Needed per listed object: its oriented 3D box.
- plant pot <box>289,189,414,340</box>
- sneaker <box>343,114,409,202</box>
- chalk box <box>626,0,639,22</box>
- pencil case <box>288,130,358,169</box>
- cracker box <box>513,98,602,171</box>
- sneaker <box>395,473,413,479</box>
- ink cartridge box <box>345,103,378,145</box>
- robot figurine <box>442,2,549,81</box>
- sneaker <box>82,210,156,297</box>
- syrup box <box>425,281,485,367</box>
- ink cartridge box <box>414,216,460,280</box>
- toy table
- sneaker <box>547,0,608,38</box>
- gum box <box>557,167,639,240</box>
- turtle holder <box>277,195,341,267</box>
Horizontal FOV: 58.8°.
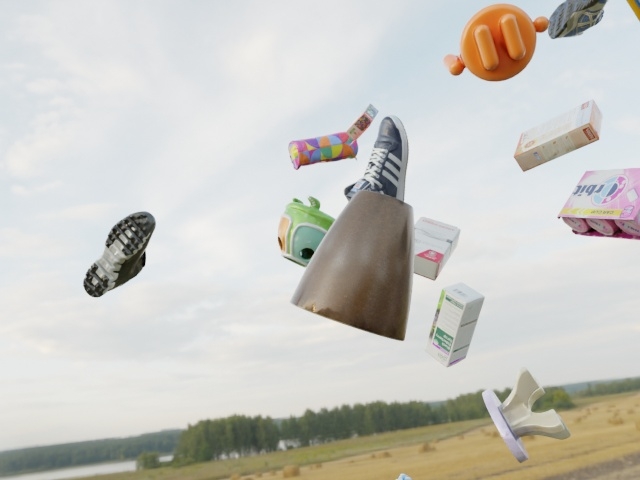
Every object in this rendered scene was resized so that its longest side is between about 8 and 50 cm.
[{"bbox_3d":[0.082,0.035,1.021,0.215,0.231,0.215,18,-4,1],"label":"plant pot"},{"bbox_3d":[0.145,-0.189,1.510,0.153,0.283,0.099,-7,13,-29],"label":"sneaker"},{"bbox_3d":[0.675,-0.515,1.056,0.179,0.180,0.289,-31,15,42],"label":"chalk box"},{"bbox_3d":[0.012,-0.295,1.858,0.236,0.105,0.104,-12,-16,-24],"label":"pencil case"},{"bbox_3d":[0.699,-0.306,1.673,0.232,0.156,0.067,-25,-69,42],"label":"cracker box"},{"bbox_3d":[0.253,0.723,1.645,0.073,0.064,0.162,10,-8,18],"label":"sneaker"},{"bbox_3d":[0.089,-0.257,1.259,0.029,0.115,0.063,42,-56,-8],"label":"ink cartridge box"},{"bbox_3d":[0.306,-0.345,1.002,0.158,0.128,0.219,-59,-3,21],"label":"robot figurine"},{"bbox_3d":[-0.413,0.023,1.222,0.234,0.078,0.106,-49,-13,20],"label":"sneaker"},{"bbox_3d":[0.402,0.255,1.712,0.096,0.093,0.237,-12,-57,-38],"label":"syrup box"},{"bbox_3d":[0.263,0.017,1.391,0.109,0.150,0.063,20,-48,24],"label":"ink cartridge box"},{"bbox_3d":[0.587,0.497,1.639,0.160,0.274,0.252,-33,-68,12],"label":"toy table"},{"bbox_3d":[0.586,-0.519,1.238,0.081,0.080,0.211,0,-14,-12],"label":"sneaker"},{"bbox_3d":[0.510,-0.064,0.983,0.062,0.107,0.188,38,-7,-15],"label":"gum box"},{"bbox_3d":[-0.016,-0.005,2.106,0.243,0.228,0.320,14,-14,48],"label":"turtle holder"}]
